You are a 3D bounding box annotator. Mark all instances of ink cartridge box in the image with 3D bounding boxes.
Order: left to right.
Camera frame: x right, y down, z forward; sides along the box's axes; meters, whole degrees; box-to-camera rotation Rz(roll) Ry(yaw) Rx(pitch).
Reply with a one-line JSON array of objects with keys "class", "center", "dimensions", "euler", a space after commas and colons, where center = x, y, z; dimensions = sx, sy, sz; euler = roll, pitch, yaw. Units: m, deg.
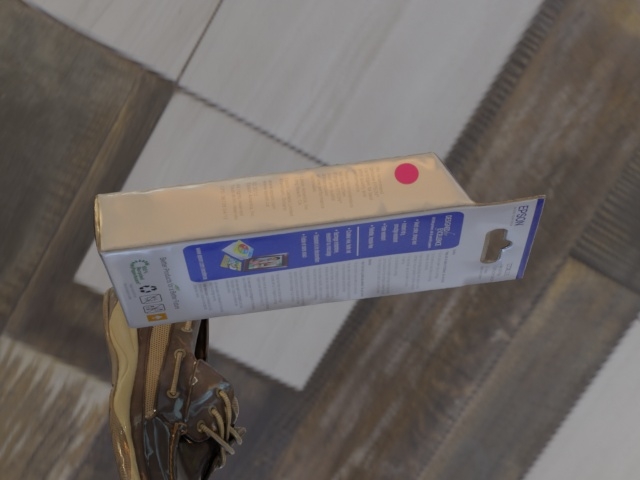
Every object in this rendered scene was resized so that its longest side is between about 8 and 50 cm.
[{"class": "ink cartridge box", "center": [0.000, 0.000, 1.213], "dimensions": [0.370, 0.069, 0.176], "euler": [-5, 155, -1]}]

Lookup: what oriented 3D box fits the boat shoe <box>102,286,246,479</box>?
[{"class": "boat shoe", "center": [-0.146, 0.177, 1.423], "dimensions": [0.130, 0.355, 0.132], "euler": [-10, 140, -4]}]
